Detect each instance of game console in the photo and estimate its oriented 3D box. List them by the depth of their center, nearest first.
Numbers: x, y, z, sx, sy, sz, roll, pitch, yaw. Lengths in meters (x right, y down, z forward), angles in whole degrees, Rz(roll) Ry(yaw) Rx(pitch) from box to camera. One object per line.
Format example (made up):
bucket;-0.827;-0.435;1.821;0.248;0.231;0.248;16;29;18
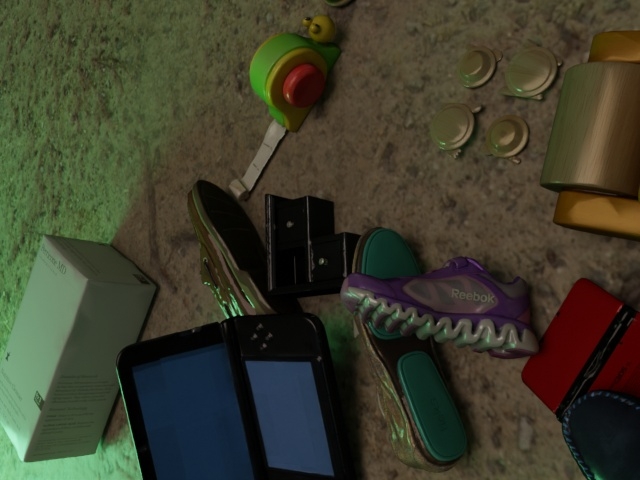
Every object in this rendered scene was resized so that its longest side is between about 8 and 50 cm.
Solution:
game console;0.311;0.135;0.714;0.124;0.085;0.143;28;104;7
game console;-0.112;0.263;0.897;0.250;0.173;0.292;-8;97;39

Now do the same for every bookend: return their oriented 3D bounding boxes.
bookend;0.000;0.000;0.953;0.157;0.072;0.156;-9;78;38

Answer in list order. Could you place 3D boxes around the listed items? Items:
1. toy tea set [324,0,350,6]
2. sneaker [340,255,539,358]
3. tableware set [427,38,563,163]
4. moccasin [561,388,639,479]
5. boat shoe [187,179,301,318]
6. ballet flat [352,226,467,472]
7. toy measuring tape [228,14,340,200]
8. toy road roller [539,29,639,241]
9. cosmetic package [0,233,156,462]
toy tea set;0.042;-0.465;0.952;0.336;0.124;0.199;-6;80;39
sneaker;0.142;0.065;0.765;0.095;0.237;0.104;119;164;-74
tableware set;0.218;-0.178;0.833;0.141;0.020;0.168;26;99;37
moccasin;0.330;0.238;0.529;0.137;0.117;0.342;-57;40;9
boat shoe;-0.152;0.037;1.049;0.104;0.111;0.307;-46;58;24
ballet flat;0.092;0.141;0.844;0.106;0.108;0.315;133;130;-58
toy measuring tape;-0.084;-0.210;1.027;0.121;0.121;0.330;48;114;34
toy road roller;0.343;-0.098;0.572;0.330;0.241;0.202;13;92;40
cosmetic package;-0.490;0.206;1.277;0.217;0.156;0.384;28;103;41
